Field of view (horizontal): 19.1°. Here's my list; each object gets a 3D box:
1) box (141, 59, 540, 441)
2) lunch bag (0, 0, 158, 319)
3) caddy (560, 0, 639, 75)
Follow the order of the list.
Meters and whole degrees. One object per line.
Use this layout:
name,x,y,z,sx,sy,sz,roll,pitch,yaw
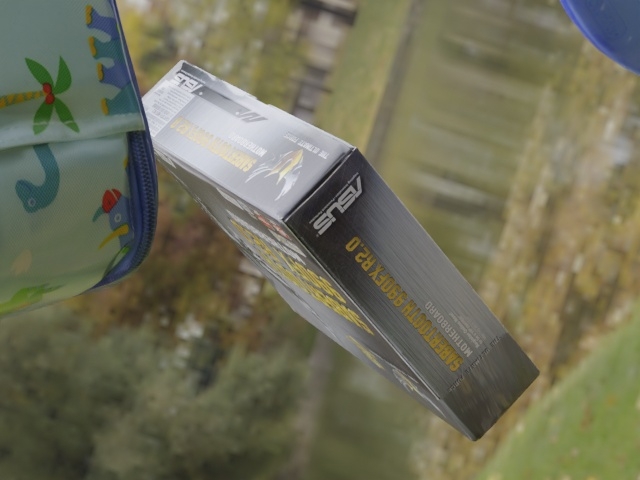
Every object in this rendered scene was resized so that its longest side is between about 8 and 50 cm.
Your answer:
box,0.000,0.000,1.069,0.056,0.183,0.231,-45,31,-7
lunch bag,-0.146,-0.076,0.627,0.176,0.090,0.219,-17,87,45
caddy,0.213,-0.218,0.782,0.341,0.241,0.179,-43,41,2
